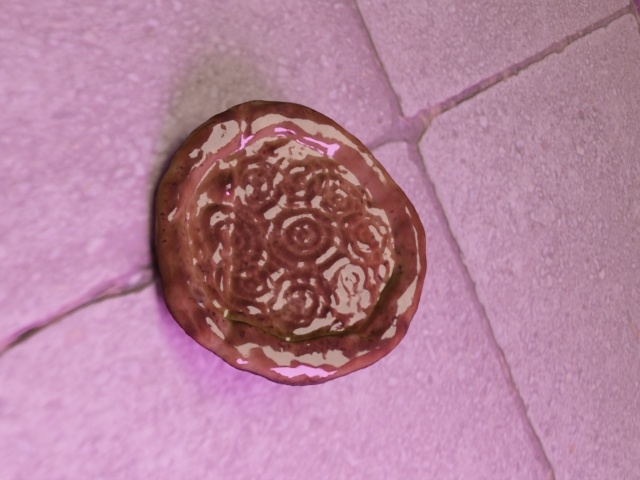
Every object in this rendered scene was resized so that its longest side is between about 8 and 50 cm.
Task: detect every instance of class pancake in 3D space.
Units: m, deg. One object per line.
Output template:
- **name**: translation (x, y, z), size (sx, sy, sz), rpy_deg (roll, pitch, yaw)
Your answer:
- **pancake**: translation (-0.018, 0.000, 0.885), size (0.250, 0.031, 0.250), rpy_deg (11, 62, -21)
